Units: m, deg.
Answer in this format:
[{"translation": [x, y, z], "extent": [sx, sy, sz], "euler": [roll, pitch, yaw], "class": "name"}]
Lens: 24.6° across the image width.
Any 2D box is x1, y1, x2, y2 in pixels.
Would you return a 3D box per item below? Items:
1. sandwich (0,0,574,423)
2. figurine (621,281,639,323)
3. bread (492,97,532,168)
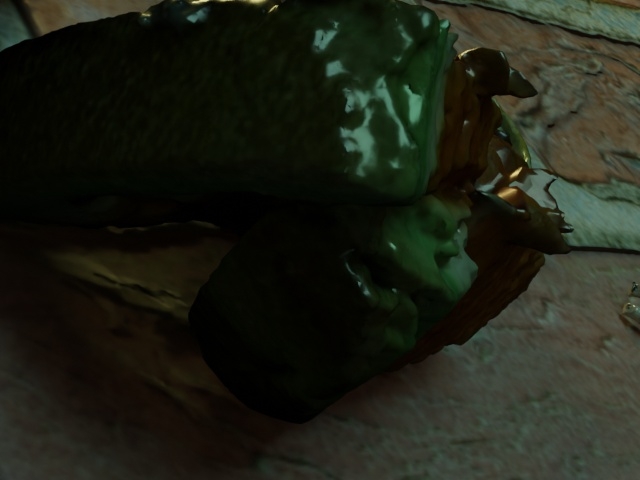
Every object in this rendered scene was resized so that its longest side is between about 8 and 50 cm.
[{"translation": [0.000, 0.000, 0.650], "extent": [0.301, 0.250, 0.162], "euler": [12, 82, -54], "class": "sandwich"}, {"translation": [0.246, 0.062, 0.943], "extent": [0.109, 0.047, 0.064], "euler": [29, 59, -6], "class": "figurine"}, {"translation": [0.050, -0.064, 0.872], "extent": [0.156, 0.064, 0.117], "euler": [22, 29, -26], "class": "bread"}]
